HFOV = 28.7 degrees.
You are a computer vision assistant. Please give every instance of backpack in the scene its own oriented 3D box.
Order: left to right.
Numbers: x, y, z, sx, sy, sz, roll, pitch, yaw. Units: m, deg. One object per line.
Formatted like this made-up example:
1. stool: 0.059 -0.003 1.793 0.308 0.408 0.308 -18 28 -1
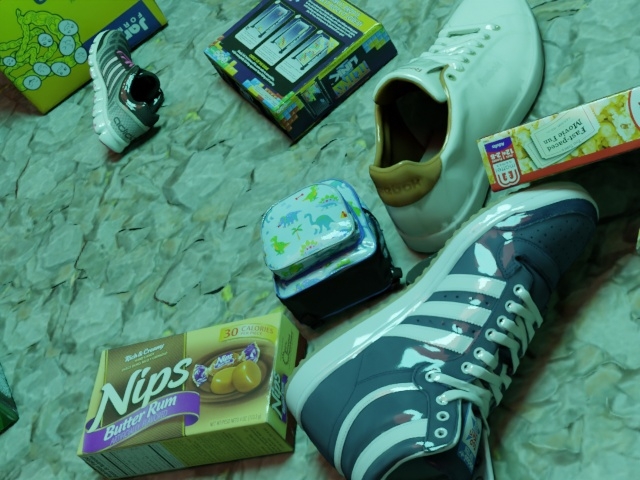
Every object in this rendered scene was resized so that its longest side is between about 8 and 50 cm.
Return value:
1. backpack: 0.000 0.000 1.079 0.105 0.084 0.114 -28 41 8

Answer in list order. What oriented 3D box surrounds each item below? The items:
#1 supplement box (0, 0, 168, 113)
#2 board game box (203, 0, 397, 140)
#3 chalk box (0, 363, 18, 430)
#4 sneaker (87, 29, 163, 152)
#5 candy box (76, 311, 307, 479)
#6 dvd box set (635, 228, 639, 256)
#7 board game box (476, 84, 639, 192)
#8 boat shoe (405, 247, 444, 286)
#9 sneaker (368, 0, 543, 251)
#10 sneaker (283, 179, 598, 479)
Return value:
1. supplement box: -0.369 -0.357 1.432 0.194 0.356 0.195 -36 43 4
2. board game box: -0.024 -0.194 1.289 0.141 0.048 0.170 -40 42 -5
3. chalk box: -0.451 0.092 1.151 0.179 0.289 0.180 -38 42 0
4. sneaker: -0.211 -0.175 1.390 0.075 0.063 0.170 -23 49 16
5. candy box: -0.108 0.133 1.060 0.187 0.053 0.109 -12 48 24
6. dvd box set: 0.310 -0.081 0.776 0.062 0.307 0.420 -2 54 36
7. board game box: 0.231 -0.090 0.964 0.194 0.147 0.045 -18 90 21
8. boat shoe: 0.126 0.009 1.019 0.133 0.042 0.049 -23 47 18
9. sneaker: 0.117 -0.139 1.093 0.106 0.123 0.290 -5 51 33
10. sneaker: 0.117 0.085 0.916 0.282 0.099 0.153 -38 43 2
